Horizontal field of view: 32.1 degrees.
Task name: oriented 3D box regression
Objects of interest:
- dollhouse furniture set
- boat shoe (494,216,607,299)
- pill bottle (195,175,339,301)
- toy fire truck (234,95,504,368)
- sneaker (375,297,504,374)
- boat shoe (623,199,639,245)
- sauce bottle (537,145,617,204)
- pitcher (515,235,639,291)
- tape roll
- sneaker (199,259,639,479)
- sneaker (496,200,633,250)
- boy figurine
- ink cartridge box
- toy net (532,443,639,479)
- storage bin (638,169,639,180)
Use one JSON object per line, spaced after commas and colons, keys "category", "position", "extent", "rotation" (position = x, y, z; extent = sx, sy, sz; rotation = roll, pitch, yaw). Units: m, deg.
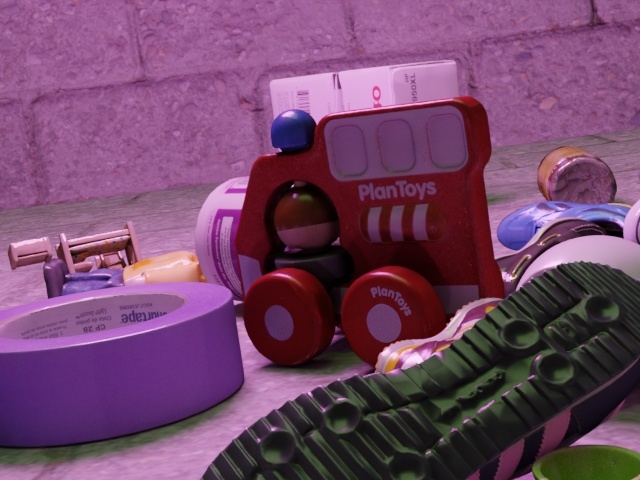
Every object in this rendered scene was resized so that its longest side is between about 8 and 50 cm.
{"category": "dollhouse furniture set", "position": [-0.372, 0.060, 1.677], "extent": [0.182, 0.101, 0.161], "rotation": [-12, -15, -24]}
{"category": "boat shoe", "position": [0.261, 0.032, 1.255], "extent": [0.228, 0.081, 0.069], "rotation": [-23, 19, -38]}
{"category": "pill bottle", "position": [0.000, 0.000, 1.376], "extent": [0.302, 0.169, 0.169], "rotation": [2, 12, 44]}
{"category": "toy fire truck", "position": [0.041, -0.013, 1.129], "extent": [0.302, 0.253, 0.169], "rotation": [-1, 10, 35]}
{"category": "sneaker", "position": [0.134, 0.103, 0.949], "extent": [0.186, 0.069, 0.084], "rotation": [-23, 25, -40]}
{"category": "boat shoe", "position": [0.512, -0.019, 1.299], "extent": [0.301, 0.108, 0.102], "rotation": [-1, 6, -6]}
{"category": "sauce bottle", "position": [0.429, -0.105, 1.904], "extent": [0.112, 0.111, 0.344], "rotation": [-6, 7, 8]}
{"category": "pitcher", "position": [0.234, 0.067, 0.960], "extent": [0.178, 0.125, 0.207], "rotation": [-28, -16, 38]}
{"category": "tape roll", "position": [-0.216, 0.112, 1.082], "extent": [0.275, 0.090, 0.275], "rotation": [-8, 9, 1]}
{"category": "sneaker", "position": [0.075, 0.136, 0.712], "extent": [0.319, 0.131, 0.112], "rotation": [-24, 55, -12]}
{"category": "sneaker", "position": [0.332, -0.013, 1.512], "extent": [0.209, 0.069, 0.082], "rotation": [-2, 14, 30]}
{"category": "boy figurine", "position": [-0.230, 0.048, 1.527], "extent": [0.285, 0.092, 0.177], "rotation": [-11, 6, 0]}
{"category": "ink cartridge box", "position": [0.088, -0.185, 2.130], "extent": [0.166, 0.285, 0.395], "rotation": [-13, 10, -33]}
{"category": "toy net", "position": [0.242, 0.137, 0.664], "extent": [0.232, 0.045, 0.122], "rotation": [-12, 10, -30]}
{"category": "storage bin", "position": [0.486, -0.058, 1.495], "extent": [0.091, 0.135, 0.098], "rotation": [-15, 6, 21]}
